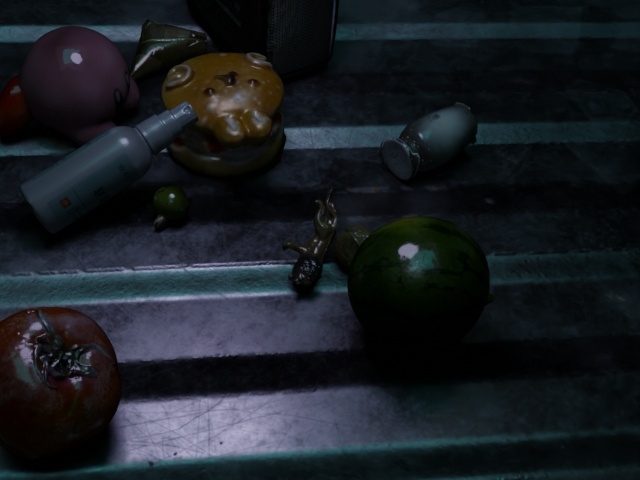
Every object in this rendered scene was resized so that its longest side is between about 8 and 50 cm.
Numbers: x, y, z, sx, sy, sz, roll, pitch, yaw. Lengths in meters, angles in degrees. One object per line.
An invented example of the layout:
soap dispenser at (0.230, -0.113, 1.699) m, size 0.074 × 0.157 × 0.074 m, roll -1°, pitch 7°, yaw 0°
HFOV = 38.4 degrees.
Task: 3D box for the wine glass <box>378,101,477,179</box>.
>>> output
wine glass at (0.231, -0.208, 1.921) m, size 0.204 × 0.111 × 0.111 m, roll -29°, pitch 56°, yaw -27°

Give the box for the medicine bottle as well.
medicine bottle at (-0.388, -0.151, 1.733) m, size 0.352 × 0.110 × 0.110 m, roll -34°, pitch 56°, yaw -10°

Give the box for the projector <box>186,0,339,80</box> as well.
projector at (-0.147, -0.618, 2.070) m, size 0.242 × 0.405 × 0.395 m, roll -24°, pitch 54°, yaw -24°

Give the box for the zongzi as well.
zongzi at (-0.344, -0.415, 2.089) m, size 0.160 × 0.078 × 0.176 m, roll 7°, pitch 56°, yaw 1°

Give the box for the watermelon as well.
watermelon at (0.167, 0.074, 1.560) m, size 0.242 × 0.242 × 0.242 m, roll 3°, pitch 46°, yaw -3°

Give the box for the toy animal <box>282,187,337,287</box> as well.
toy animal at (-0.013, -0.004, 1.717) m, size 0.086 × 0.069 × 0.219 m, roll 2°, pitch 64°, yaw 34°

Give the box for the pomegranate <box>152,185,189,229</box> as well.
pomegranate at (-0.287, -0.063, 1.766) m, size 0.073 × 0.073 × 0.084 m, roll -2°, pitch 84°, yaw -8°

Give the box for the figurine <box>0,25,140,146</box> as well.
figurine at (-0.517, -0.331, 1.873) m, size 0.261 × 0.211 × 0.269 m, roll 18°, pitch 54°, yaw 4°

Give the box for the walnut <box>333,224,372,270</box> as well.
walnut at (0.068, 0.015, 1.713) m, size 0.092 × 0.092 × 0.092 m, roll 3°, pitch 46°, yaw -3°

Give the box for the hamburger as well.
hamburger at (-0.195, -0.262, 1.880) m, size 0.261 × 0.186 × 0.302 m, roll -5°, pitch 50°, yaw -9°

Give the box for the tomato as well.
tomato at (-0.417, 0.215, 1.399) m, size 0.232 × 0.188 × 0.232 m, roll 24°, pitch 47°, yaw -28°
